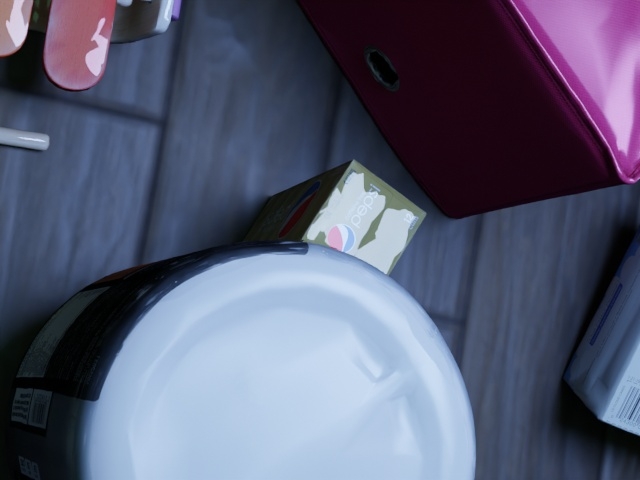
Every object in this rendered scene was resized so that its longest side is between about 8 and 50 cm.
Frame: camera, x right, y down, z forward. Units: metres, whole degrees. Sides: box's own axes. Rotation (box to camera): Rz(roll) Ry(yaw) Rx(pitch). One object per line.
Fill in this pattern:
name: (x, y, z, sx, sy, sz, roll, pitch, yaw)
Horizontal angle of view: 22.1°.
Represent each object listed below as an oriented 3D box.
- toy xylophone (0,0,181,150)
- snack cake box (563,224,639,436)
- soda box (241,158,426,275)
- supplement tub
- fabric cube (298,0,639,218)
toy xylophone: (-0.241, -0.182, 1.033, 0.322, 0.081, 0.236, 2, 86, -17)
snack cake box: (0.328, 0.092, 1.162, 0.264, 0.089, 0.152, 23, 100, -14)
soda box: (0.000, 0.000, 1.041, 0.058, 0.181, 0.061, 36, 76, -12)
supplement tub: (-0.065, 0.110, 0.930, 0.207, 0.338, 0.207, 1, 86, -17)
fabric cube: (0.159, -0.189, 1.067, 0.259, 0.258, 0.254, -36, 98, -16)
